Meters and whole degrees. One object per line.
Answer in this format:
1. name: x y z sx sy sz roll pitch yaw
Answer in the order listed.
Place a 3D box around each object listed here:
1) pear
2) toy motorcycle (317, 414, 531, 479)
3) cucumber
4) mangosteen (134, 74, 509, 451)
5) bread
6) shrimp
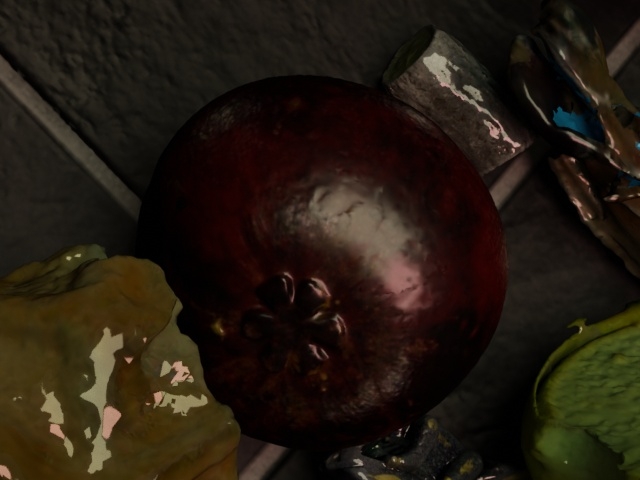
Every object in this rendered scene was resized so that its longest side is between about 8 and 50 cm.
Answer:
1. pear: 0.242 0.216 1.192 0.176 0.286 0.282 -17 114 -19
2. toy motorcycle: 0.065 0.166 1.215 0.193 0.061 0.124 8 68 -27
3. cucumber: 0.098 -0.095 1.281 0.112 0.064 0.064 44 67 -12
4. mangosteen: 0.000 0.000 1.159 0.235 0.261 0.235 3 115 7
5. bread: -0.185 0.142 1.046 0.252 0.238 0.196 -25 51 -31
6. shrimp: 0.316 -0.013 1.269 0.446 0.221 0.110 33 32 -10
